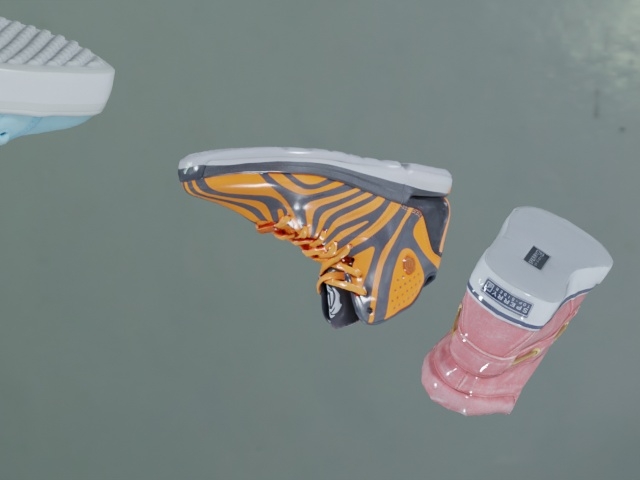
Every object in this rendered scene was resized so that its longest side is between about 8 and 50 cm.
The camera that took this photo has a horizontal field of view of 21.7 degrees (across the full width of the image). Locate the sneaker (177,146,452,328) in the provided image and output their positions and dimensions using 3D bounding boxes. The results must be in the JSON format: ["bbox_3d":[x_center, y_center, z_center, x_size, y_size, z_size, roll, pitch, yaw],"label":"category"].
[{"bbox_3d":[0.000,0.000,1.730,0.124,0.321,0.180,1,86,62],"label":"sneaker"}]

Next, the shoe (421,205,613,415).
[{"bbox_3d":[0.106,0.038,0.920,0.063,0.178,0.081,33,111,11],"label":"shoe"}]

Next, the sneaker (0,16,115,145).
[{"bbox_3d":[-0.319,-0.074,1.124,0.135,0.365,0.150,47,132,50],"label":"sneaker"}]
